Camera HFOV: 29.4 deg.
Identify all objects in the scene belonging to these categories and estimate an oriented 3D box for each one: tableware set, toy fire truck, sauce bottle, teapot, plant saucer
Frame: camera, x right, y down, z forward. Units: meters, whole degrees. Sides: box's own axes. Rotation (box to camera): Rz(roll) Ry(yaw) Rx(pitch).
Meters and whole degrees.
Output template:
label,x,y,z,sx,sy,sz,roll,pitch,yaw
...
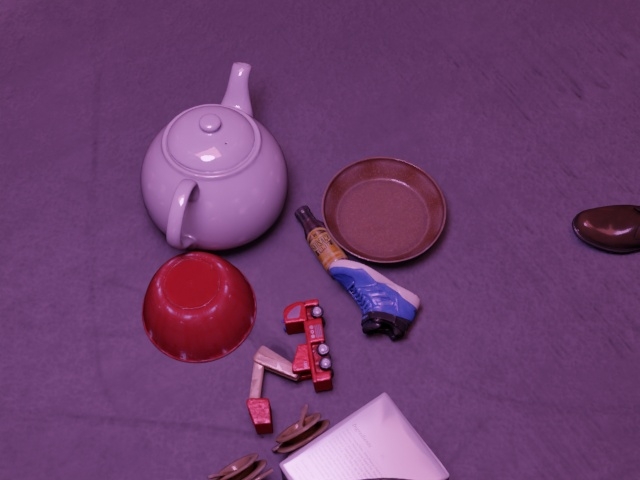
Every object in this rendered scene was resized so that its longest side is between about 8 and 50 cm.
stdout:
label,x,y,z,sx,sy,sz,roll,pitch,yaw
tableware set,-0.076,0.296,1.732,0.194,0.128,0.039,-31,94,-15
toy fire truck,-0.050,0.186,1.834,0.135,0.047,0.192,-9,62,-1
sauce bottle,0.000,0.000,1.932,0.042,0.042,0.128,-30,65,-13
teapot,-0.169,-0.118,1.899,0.253,0.187,0.256,-23,57,-17
plant saucer,0.100,-0.043,1.948,0.199,0.036,0.198,0,60,-1

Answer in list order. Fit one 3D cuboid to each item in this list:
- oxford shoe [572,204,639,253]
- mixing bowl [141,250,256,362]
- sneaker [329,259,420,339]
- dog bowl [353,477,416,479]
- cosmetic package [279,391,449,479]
label,x,y,z,sx,sy,sz,roll,pitch,yaw
oxford shoe,0.509,-0.031,1.899,0.227,0.096,0.082,1,65,5
mixing bowl,-0.192,0.086,1.864,0.181,0.098,0.181,-1,63,3
sneaker,0.071,0.095,1.859,0.152,0.058,0.084,29,63,-6
dog bowl,0.077,0.497,1.445,0.408,0.150,0.408,0,63,1
cosmetic package,0.061,0.338,1.692,0.184,0.151,0.151,-33,67,-13
